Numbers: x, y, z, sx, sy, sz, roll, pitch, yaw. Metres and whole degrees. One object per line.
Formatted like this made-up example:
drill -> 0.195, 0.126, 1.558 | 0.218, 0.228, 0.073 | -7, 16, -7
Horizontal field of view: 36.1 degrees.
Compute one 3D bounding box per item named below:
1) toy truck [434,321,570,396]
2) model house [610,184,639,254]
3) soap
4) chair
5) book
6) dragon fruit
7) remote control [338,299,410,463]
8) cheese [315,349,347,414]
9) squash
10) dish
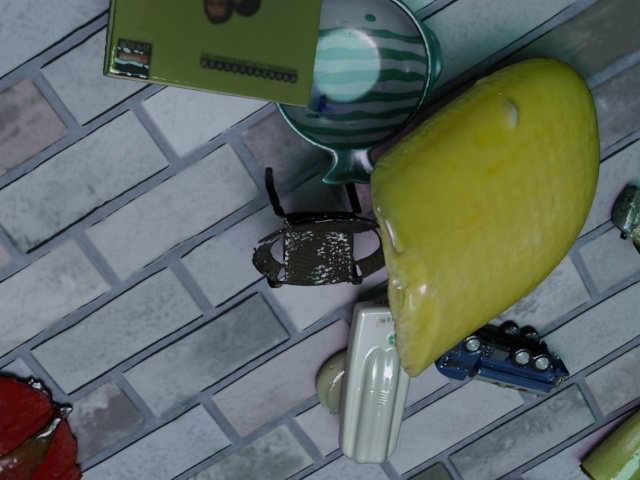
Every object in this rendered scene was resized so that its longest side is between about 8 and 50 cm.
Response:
toy truck -> 0.255, 0.165, 1.394 | 0.201, 0.074, 0.088 | 15, 118, -16
model house -> 0.442, -0.024, 1.347 | 0.083, 0.066, 0.079 | 27, 104, -18
soap -> 0.205, -0.047, 1.195 | 0.427, 0.115, 0.306 | -31, 120, -33
chair -> 0.000, 0.000, 1.202 | 0.174, 0.213, 0.149 | -2, 107, -8
book -> -0.100, -0.336, 1.064 | 0.239, 0.035, 0.352 | 5, 92, -24
dragon fruit -> -0.473, 0.293, 1.303 | 0.343, 0.100, 0.282 | 39, 97, -23
remote control -> 0.077, 0.194, 1.329 | 0.090, 0.049, 0.230 | 3, 107, -12
cheese -> 0.076, 0.189, 1.380 | 0.171, 0.047, 0.092 | -17, 115, -3
squash -> 0.501, 0.295, 1.491 | 0.094, 0.094, 0.224 | 41, 92, -22
dish -> 0.031, -0.194, 1.187 | 0.224, 0.078, 0.246 | -3, 104, -7
